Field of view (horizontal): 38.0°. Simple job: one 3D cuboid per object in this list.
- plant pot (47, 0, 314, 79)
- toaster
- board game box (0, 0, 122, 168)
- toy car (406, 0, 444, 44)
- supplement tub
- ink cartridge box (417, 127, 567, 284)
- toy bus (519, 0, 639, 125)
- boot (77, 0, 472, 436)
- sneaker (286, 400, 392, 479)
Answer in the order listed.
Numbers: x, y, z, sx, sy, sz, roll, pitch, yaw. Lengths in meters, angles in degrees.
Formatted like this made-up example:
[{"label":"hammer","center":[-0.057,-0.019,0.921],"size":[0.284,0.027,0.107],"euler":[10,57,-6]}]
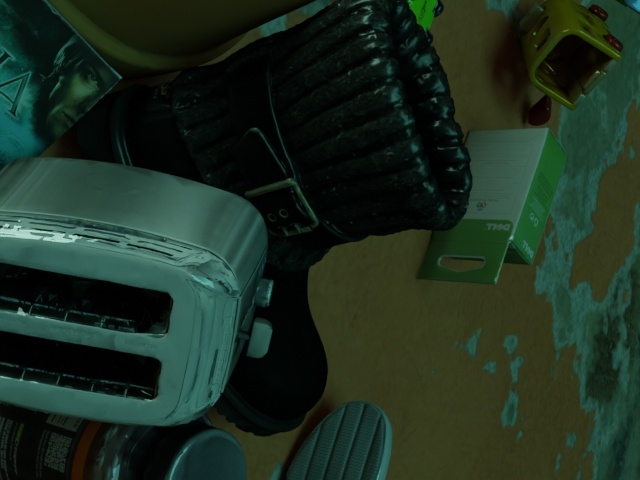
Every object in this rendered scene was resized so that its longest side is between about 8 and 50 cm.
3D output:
[{"label":"plant pot","center":[-0.087,-0.263,0.653],"size":[0.291,0.203,0.290],"euler":[-8,100,-49]},{"label":"toaster","center":[-0.141,0.026,0.571],"size":[0.146,0.227,0.129],"euler":[-95,-162,-73]},{"label":"board game box","center":[-0.232,-0.125,0.585],"size":[0.126,0.026,0.186],"euler":[-44,131,-1]},{"label":"toy car","center":[0.070,-0.189,0.965],"size":[0.239,0.053,0.225],"euler":[41,62,-45]},{"label":"supplement tub","center":[-0.143,0.143,0.625],"size":[0.106,0.198,0.106],"euler":[-8,101,-50]},{"label":"ink cartridge box","center":[0.203,-0.030,1.094],"size":[0.062,0.109,0.209],"euler":[43,62,-42]},{"label":"toy bus","center":[0.308,-0.261,1.198],"size":[0.104,0.202,0.191],"euler":[29,76,-16]},{"label":"boot","center":[-0.001,0.002,0.713],"size":[0.131,0.260,0.348],"euler":[-75,145,-52]},{"label":"sneaker","center":[0.005,0.285,0.917],"size":[0.258,0.094,0.091],"euler":[-66,155,-16]}]
